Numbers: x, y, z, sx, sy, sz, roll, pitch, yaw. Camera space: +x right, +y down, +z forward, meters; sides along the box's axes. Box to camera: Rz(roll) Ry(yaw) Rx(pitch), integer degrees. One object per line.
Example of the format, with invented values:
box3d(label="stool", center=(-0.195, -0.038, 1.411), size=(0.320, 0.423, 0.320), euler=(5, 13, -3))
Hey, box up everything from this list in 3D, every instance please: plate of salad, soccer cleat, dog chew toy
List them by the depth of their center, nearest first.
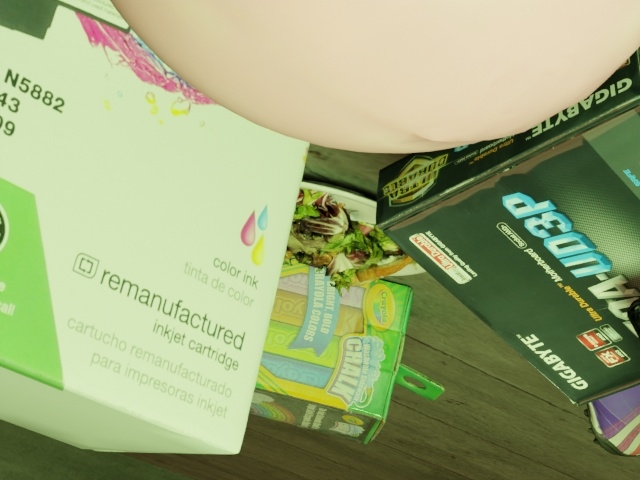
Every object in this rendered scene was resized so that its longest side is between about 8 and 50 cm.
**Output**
box3d(label="dog chew toy", center=(0.074, -0.150, 0.348), size=(0.206, 0.206, 0.332), euler=(26, 148, -33))
box3d(label="plate of salad", center=(0.000, 0.000, 1.087), size=(0.200, 0.048, 0.200), euler=(14, 163, 4))
box3d(label="soccer cleat", center=(0.273, 0.108, 1.117), size=(0.116, 0.108, 0.318), euler=(0, 155, 28))

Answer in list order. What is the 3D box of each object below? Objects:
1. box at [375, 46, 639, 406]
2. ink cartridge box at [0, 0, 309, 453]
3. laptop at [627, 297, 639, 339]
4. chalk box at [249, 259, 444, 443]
box3d(label="box", center=(0.167, 0.000, 0.796), size=(0.175, 0.051, 0.220), euler=(-26, 130, 31))
box3d(label="ink cartridge box", center=(-0.110, -0.068, 0.592), size=(0.117, 0.278, 0.201), euler=(-8, 152, 44))
box3d(label="laptop", center=(0.450, 0.076, 0.830), size=(0.382, 0.236, 0.408), euler=(-18, 119, 27))
box3d(label="chalk box", center=(0.011, 0.104, 1.263), size=(0.213, 0.132, 0.132), euler=(14, 161, -1))
